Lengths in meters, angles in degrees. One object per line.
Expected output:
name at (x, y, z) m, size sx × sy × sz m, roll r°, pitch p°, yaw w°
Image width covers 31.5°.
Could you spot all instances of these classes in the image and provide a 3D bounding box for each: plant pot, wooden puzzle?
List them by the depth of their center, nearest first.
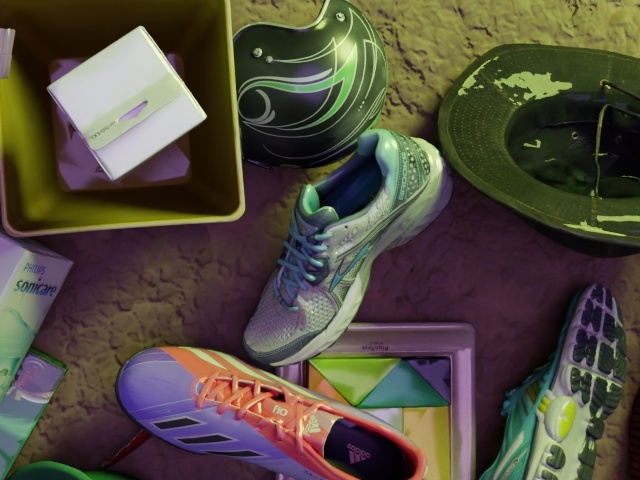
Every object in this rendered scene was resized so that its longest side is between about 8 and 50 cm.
plant pot at (-0.192, -0.120, 1.089) m, size 0.212 × 0.187 × 0.212 m, roll -4°, pitch 93°, yaw -8°
wooden puzzle at (0.062, 0.206, 1.217) m, size 0.221 × 0.044 × 0.238 m, roll 0°, pitch 93°, yaw -9°

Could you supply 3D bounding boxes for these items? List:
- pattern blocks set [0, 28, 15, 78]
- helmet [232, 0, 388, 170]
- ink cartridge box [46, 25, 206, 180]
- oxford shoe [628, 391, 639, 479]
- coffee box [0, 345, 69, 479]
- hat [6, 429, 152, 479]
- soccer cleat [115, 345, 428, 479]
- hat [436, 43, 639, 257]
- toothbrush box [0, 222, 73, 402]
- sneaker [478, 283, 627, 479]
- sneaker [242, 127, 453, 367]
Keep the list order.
pattern blocks set at (-0.388, -0.221, 1.027) m, size 0.325 × 0.026 × 0.285 m, roll 40°, pitch 116°, yaw 26°
helmet at (-0.012, -0.157, 1.133) m, size 0.162 × 0.169 × 0.169 m, roll -10°, pitch 94°, yaw -4°
ink cartridge box at (-0.157, -0.109, 0.927) m, size 0.092 × 0.143 × 0.090 m, roll -36°, pitch 97°, yaw -6°
oxford shoe at (0.435, 0.156, 1.238) m, size 0.130 × 0.123 × 0.348 m, roll 15°, pitch 91°, yaw -15°
coffee box at (-0.349, 0.183, 1.152) m, size 0.113 × 0.040 × 0.184 m, roll 31°, pitch 88°, yaw -9°
hat at (-0.204, 0.267, 1.190) m, size 0.209 × 0.183 × 0.173 m, roll -27°, pitch 93°, yaw 34°
soccer cleat at (-0.044, 0.177, 1.116) m, size 0.318 × 0.116 × 0.108 m, roll 23°, pitch 69°, yaw -8°
hat at (0.281, -0.070, 1.185) m, size 0.332 × 0.134 × 0.331 m, roll 1°, pitch 48°, yaw -1°
toothbrush box at (-0.407, 0.096, 1.068) m, size 0.216 × 0.126 × 0.295 m, roll 26°, pitch 89°, yaw 9°
sneaker at (0.244, 0.166, 1.213) m, size 0.107 × 0.110 × 0.275 m, roll 40°, pitch 67°, yaw -35°
sneaker at (0.000, 0.000, 1.130) m, size 0.283 × 0.110 × 0.122 m, roll -52°, pitch 143°, yaw 8°
